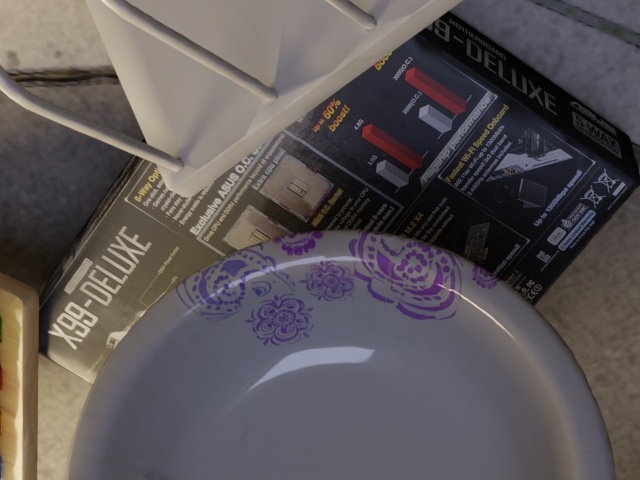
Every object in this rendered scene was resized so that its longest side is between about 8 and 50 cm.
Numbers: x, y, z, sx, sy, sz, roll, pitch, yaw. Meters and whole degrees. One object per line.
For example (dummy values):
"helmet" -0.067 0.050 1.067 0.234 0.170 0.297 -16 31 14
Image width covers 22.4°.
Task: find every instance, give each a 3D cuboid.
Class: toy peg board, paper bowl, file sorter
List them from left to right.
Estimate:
"toy peg board" -0.259 0.086 0.992 0.161 0.079 0.160 23 122 29
"file sorter" -0.042 -0.190 0.778 0.278 0.193 0.173 -35 153 20
"paper bowl" 0.014 0.146 0.875 0.284 0.148 0.284 -2 73 7

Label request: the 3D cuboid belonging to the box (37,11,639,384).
"box" 0.000 0.000 0.972 0.242 0.076 0.307 32 115 -12
